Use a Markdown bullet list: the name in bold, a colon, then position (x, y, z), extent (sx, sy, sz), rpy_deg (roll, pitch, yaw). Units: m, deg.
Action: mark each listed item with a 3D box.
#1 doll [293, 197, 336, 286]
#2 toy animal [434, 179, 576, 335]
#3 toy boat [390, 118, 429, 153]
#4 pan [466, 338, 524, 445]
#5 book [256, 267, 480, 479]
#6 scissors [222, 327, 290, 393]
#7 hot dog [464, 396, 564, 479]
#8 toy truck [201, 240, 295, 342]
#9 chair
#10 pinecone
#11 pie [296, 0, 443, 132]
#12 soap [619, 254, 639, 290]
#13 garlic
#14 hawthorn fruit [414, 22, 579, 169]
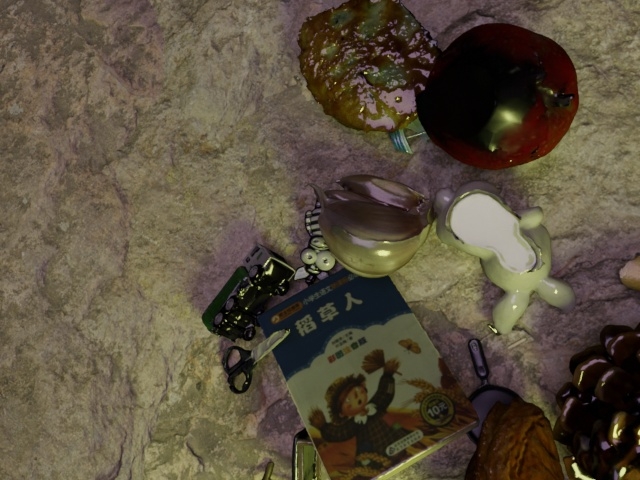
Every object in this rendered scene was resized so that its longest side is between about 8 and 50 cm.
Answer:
- **doll**: position (0.000, 0.000, 1.303), extent (0.091, 0.067, 0.219), rpy_deg (11, 88, -3)
- **toy animal**: position (0.361, 0.022, 1.156), extent (0.208, 0.154, 0.325), rpy_deg (-24, 82, 18)
- **toy boat**: position (0.218, -0.264, 1.289), extent (0.149, 0.034, 0.105), rpy_deg (-37, 76, 9)
- **pan**: position (0.348, 0.317, 1.186), extent (0.136, 0.028, 0.235), rpy_deg (-15, 83, 13)
- **book**: position (0.077, 0.252, 1.160), extent (0.300, 0.039, 0.428), rpy_deg (-30, 54, -2)
- **scissors**: position (-0.141, 0.249, 1.246), extent (0.300, 0.022, 0.109), rpy_deg (-43, 61, 46)
- **hot dog**: position (0.329, 0.454, 0.982), extent (0.174, 0.267, 0.388), rpy_deg (5, 40, 4)
- **toy truck**: position (-0.171, 0.124, 1.315), extent (0.242, 0.101, 0.125), rpy_deg (-52, 36, 6)
- **chair**: position (-0.022, 0.473, 1.195), extent (0.272, 0.188, 0.166), rpy_deg (-1, 83, 13)
- **pinecone**: position (0.617, 0.328, 0.955), extent (0.397, 0.397, 0.398), rpy_deg (-2, 83, 15)
- **pie**: position (0.108, -0.396, 1.300), extent (0.288, 0.103, 0.355), rpy_deg (-39, 75, 9)
- **soap**: position (0.675, 0.071, 1.121), extent (0.168, 0.033, 0.089), rpy_deg (21, 87, 17)
- **garlic**: position (0.105, -0.038, 1.189), extent (0.291, 0.210, 0.238), rpy_deg (5, 73, 0)
- **hawthorn fruit**: position (0.334, -0.274, 1.114), extent (0.315, 0.316, 0.316), rpy_deg (-2, 83, 15)
